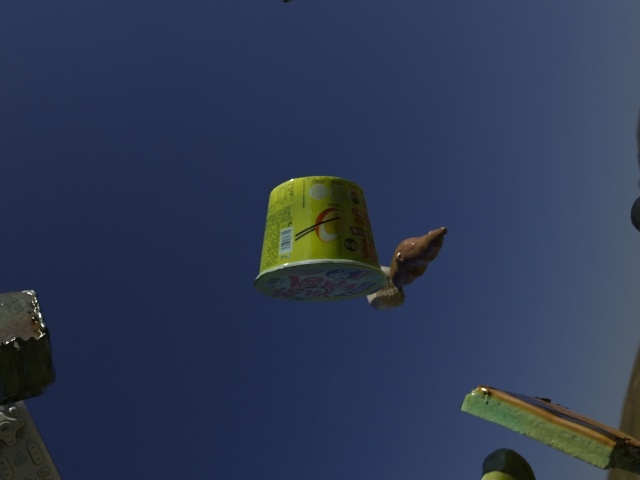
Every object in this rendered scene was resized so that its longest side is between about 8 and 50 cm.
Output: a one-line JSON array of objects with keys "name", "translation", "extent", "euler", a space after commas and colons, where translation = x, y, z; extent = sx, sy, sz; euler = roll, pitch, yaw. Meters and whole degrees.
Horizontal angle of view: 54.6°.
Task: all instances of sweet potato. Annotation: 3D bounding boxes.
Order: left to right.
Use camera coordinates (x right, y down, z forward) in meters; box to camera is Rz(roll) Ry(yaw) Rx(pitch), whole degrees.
[{"name": "sweet potato", "translation": [0.164, 0.019, 1.056], "extent": [0.068, 0.068, 0.226], "euler": [-56, -5, -32]}]

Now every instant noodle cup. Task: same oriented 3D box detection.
[{"name": "instant noodle cup", "translation": [0.000, 0.000, 1.442], "extent": [0.311, 0.311, 0.221], "euler": [33, -129, -57]}]

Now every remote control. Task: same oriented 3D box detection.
[{"name": "remote control", "translation": [-0.416, 0.316, 0.864], "extent": [0.073, 0.229, 0.044], "euler": [-24, -17, -37]}]

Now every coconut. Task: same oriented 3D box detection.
[{"name": "coconut", "translation": [0.172, 0.119, 1.639], "extent": [0.110, 0.110, 0.124], "euler": [34, -141, -57]}]

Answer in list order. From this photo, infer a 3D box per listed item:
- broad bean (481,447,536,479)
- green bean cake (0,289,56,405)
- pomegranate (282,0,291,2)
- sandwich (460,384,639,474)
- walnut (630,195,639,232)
[{"name": "broad bean", "translation": [0.360, 0.477, 1.190], "extent": [0.082, 0.124, 0.174], "euler": [-54, 1, 33]}, {"name": "green bean cake", "translation": [-0.435, 0.141, 0.782], "extent": [0.173, 0.181, 0.094], "euler": [-9, -71, -31]}, {"name": "pomegranate", "translation": [-0.003, -0.563, 1.192], "extent": [0.202, 0.248, 0.202], "euler": [34, -139, -36]}, {"name": "sandwich", "translation": [0.387, 0.304, 1.002], "extent": [0.245, 0.212, 0.063], "euler": [17, -93, -16]}, {"name": "walnut", "translation": [0.549, -0.043, 1.001], "extent": [0.092, 0.092, 0.092], "euler": [-26, -58, -52]}]
